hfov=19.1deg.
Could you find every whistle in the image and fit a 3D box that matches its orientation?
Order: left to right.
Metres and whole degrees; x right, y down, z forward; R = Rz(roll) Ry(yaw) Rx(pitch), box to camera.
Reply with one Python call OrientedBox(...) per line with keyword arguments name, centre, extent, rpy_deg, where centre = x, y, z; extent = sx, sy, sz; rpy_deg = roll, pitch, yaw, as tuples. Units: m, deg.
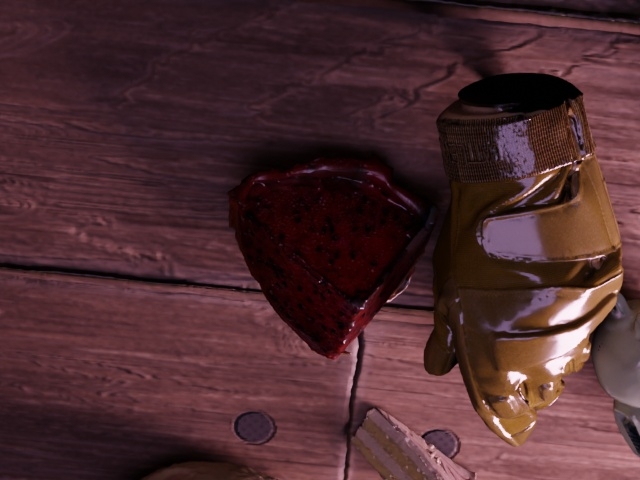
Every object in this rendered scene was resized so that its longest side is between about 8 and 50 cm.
OrientedBox(name="whistle", centre=(0.301, 0.140, 1.623), extent=(0.106, 0.101, 0.253), rpy_deg=(-24, 114, 12))

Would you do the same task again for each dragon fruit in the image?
OrientedBox(name="dragon fruit", centre=(0.001, -0.001, 1.571), extent=(0.161, 0.120, 0.127), rpy_deg=(39, 148, 2))

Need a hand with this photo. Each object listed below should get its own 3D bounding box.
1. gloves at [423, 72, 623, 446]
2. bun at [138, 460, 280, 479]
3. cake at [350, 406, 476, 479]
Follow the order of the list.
OrientedBox(name="gloves", centre=(0.163, 0.030, 1.528), extent=(0.154, 0.141, 0.331), rpy_deg=(-15, 118, -16))
OrientedBox(name="bun", centre=(-0.099, 0.324, 1.724), extent=(0.244, 0.153, 0.244), rpy_deg=(3, 125, 4))
OrientedBox(name="cake", centre=(0.082, 0.200, 1.711), extent=(0.121, 0.065, 0.052), rpy_deg=(44, 115, 4))
